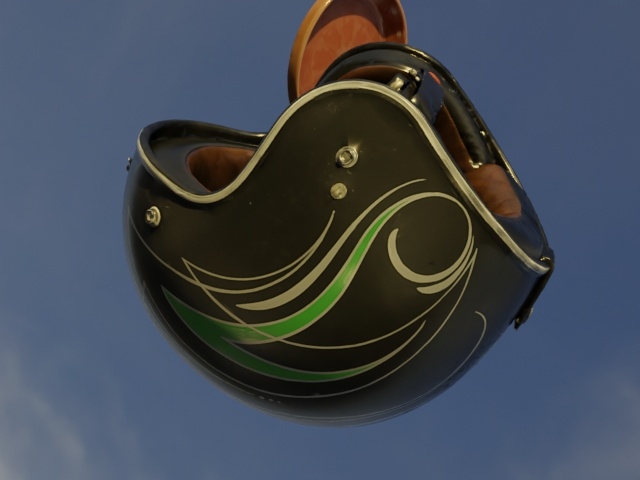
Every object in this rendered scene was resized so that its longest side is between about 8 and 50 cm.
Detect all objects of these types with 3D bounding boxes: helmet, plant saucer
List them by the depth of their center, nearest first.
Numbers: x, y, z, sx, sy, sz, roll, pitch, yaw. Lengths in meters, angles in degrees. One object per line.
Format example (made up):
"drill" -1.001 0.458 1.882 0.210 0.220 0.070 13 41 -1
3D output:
"helmet" 0.000 0.000 0.718 0.161 0.169 0.169 -34 -96 16
"plant saucer" 0.012 -0.089 0.807 0.013 0.083 0.083 23 -55 36
